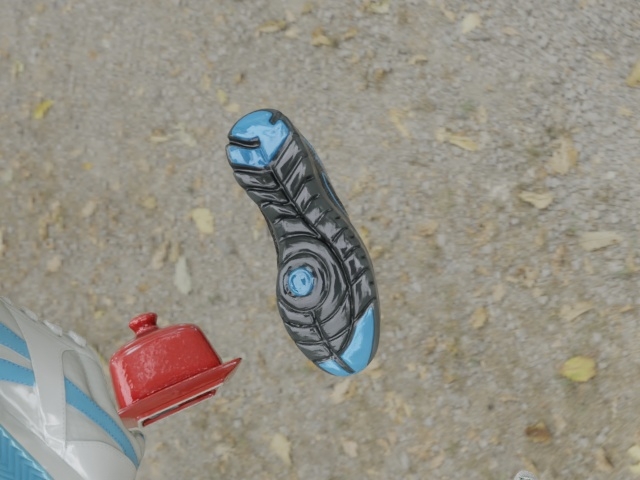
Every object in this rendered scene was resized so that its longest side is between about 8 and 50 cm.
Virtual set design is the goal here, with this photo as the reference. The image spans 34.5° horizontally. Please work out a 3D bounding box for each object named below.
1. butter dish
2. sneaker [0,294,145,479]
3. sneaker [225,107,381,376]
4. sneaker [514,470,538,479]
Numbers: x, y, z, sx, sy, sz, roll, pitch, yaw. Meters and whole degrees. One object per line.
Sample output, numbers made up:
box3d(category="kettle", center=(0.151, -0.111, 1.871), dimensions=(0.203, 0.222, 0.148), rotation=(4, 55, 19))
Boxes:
box3d(category="butter dish", center=(-0.184, 0.138, 1.180), dimensions=(0.160, 0.160, 0.118), rotation=(-24, 80, -14))
box3d(category="sneaker", center=(-0.201, 0.080, 0.642), dimensions=(0.087, 0.092, 0.229), rotation=(-25, 104, 34))
box3d(category="sneaker", center=(0.000, 0.000, 1.264), dimensions=(0.125, 0.139, 0.341), rotation=(-23, 76, 15))
box3d(category="sneaker", center=(0.362, 0.436, 1.798), dimensions=(0.053, 0.152, 0.061), rotation=(-4, 105, 11))
